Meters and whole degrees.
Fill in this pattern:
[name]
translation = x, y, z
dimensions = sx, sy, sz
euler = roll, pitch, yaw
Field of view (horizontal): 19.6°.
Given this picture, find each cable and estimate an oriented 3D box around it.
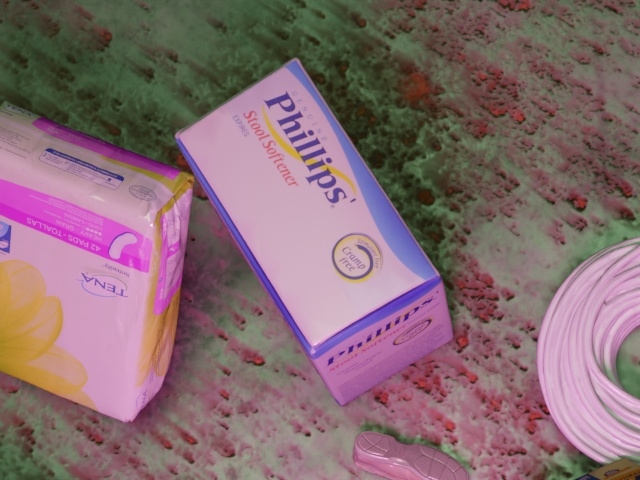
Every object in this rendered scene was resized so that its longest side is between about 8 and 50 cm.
[cable]
translation = 0.350, 0.121, 1.900
dimensions = 0.257, 0.089, 0.257
euler = -21, 74, 2

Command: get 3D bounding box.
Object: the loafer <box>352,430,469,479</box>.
[loafer]
translation = 0.093, 0.236, 1.931
dimensions = 0.125, 0.039, 0.045
euler = 20, 45, 9

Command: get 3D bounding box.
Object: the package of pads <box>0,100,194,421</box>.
[package of pads]
translation = -0.253, 0.028, 1.909
dimensions = 0.229, 0.296, 0.101
euler = 22, 39, 12

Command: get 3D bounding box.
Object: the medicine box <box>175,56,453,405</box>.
[medicine box]
translation = 0.000, 0.000, 1.869
dimensions = 0.149, 0.289, 0.263
euler = -32, 74, -2

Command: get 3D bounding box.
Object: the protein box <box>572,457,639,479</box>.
[protein box]
translation = 0.302, 0.337, 1.744
dimensions = 0.136, 0.201, 0.199
euler = -22, 101, -13
